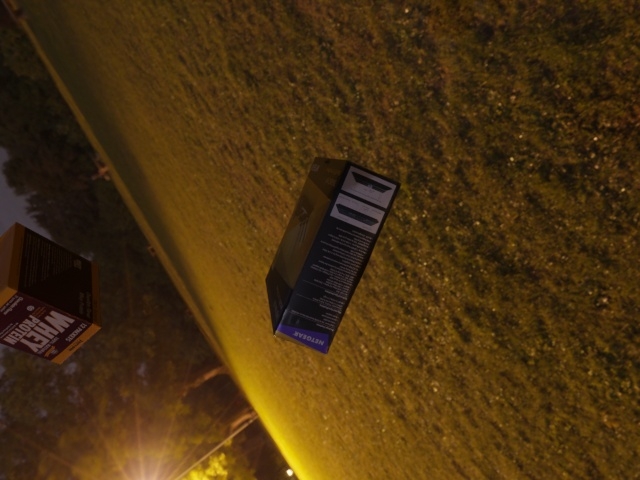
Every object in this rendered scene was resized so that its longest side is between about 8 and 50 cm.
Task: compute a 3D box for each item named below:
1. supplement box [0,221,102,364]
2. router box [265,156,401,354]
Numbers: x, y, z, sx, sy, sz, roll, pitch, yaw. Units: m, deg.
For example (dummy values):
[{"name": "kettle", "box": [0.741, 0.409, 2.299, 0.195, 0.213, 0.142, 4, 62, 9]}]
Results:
[{"name": "supplement box", "box": [-0.557, 0.106, 1.046, 0.194, 0.129, 0.191, 40, -165, -42]}, {"name": "router box", "box": [0.000, 0.000, 0.810, 0.081, 0.242, 0.309, 22, -175, -11]}]
